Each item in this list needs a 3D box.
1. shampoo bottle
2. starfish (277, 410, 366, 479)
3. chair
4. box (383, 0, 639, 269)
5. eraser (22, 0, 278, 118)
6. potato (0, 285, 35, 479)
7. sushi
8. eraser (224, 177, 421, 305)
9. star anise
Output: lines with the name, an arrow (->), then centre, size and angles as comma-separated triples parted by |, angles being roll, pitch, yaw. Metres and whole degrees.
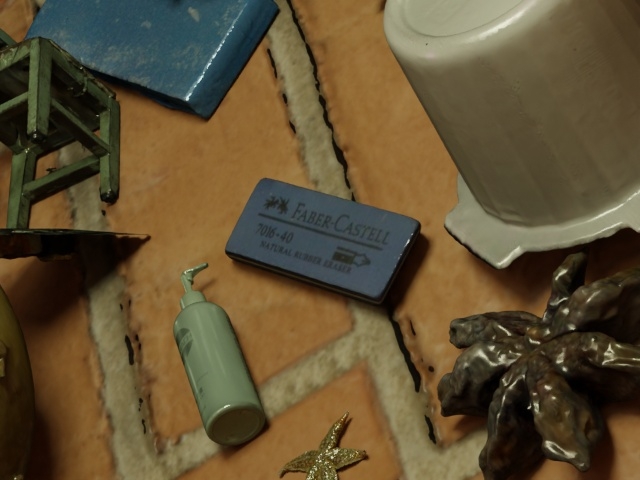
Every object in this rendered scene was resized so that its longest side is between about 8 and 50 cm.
shampoo bottle -> -0.100, 0.097, 1.791 | 0.056, 0.056, 0.195 | -37, 44, 13
starfish -> 0.001, 0.185, 1.678 | 0.092, 0.016, 0.086 | -10, 53, 37
chair -> -0.301, -0.154, 2.069 | 0.147, 0.136, 0.270 | -23, 48, 23
box -> 0.190, -0.143, 1.585 | 0.291, 0.206, 0.262 | -10, 45, 35
eraser -> -0.187, -0.228, 2.095 | 0.312, 0.042, 0.144 | 24, 78, 46
potato -> -0.434, 0.179, 1.823 | 0.442, 0.319, 0.385 | -52, 14, 30
sushi -> -0.282, 0.006, 1.928 | 0.139, 0.201, 0.031 | 3, 92, 45
eraser -> 0.000, 0.000, 1.791 | 0.225, 0.036, 0.082 | 17, 75, 44
star anise -> 0.179, 0.103, 1.548 | 0.212, 0.073, 0.197 | -31, 44, 22
